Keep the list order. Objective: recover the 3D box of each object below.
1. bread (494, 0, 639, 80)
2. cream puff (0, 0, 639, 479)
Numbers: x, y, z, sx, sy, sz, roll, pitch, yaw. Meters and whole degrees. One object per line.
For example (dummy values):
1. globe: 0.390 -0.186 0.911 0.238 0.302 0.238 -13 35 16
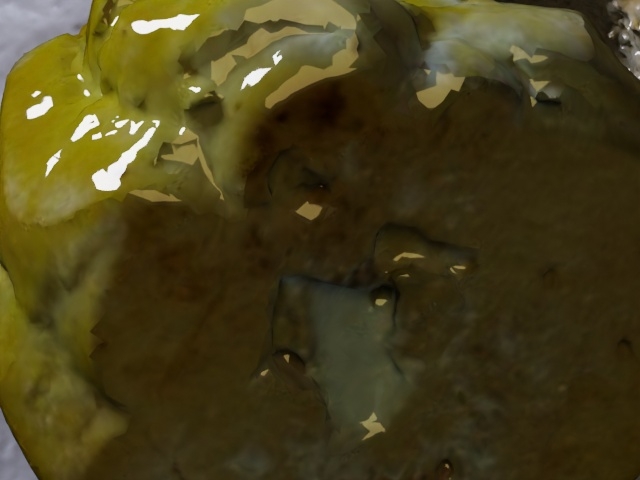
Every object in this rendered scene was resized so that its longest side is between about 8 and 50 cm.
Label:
1. bread: 0.216 -0.182 0.992 0.380 0.109 0.185 -27 80 -13
2. cream puff: 0.001 0.001 0.832 0.324 0.291 0.257 8 24 -21
